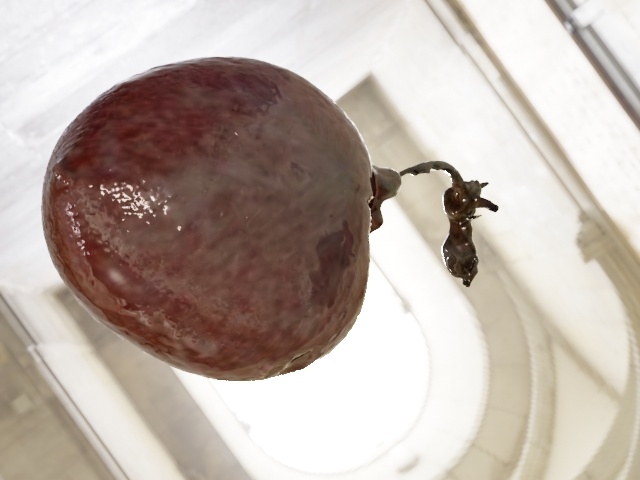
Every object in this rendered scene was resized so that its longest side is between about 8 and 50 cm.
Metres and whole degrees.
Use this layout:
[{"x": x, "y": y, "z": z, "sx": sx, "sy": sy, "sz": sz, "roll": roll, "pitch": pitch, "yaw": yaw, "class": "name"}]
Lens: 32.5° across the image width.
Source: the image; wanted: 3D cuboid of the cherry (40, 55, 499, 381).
[{"x": 0.000, "y": 0.000, "z": 0.387, "sx": 0.225, "sy": 0.107, "sz": 0.090, "roll": 12, "pitch": 147, "yaw": -44, "class": "cherry"}]
